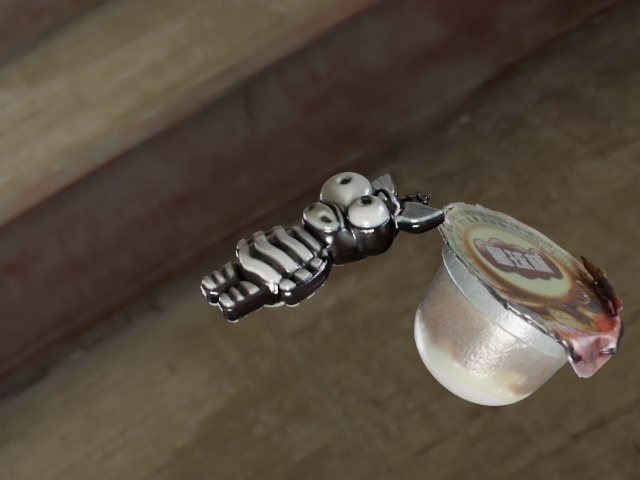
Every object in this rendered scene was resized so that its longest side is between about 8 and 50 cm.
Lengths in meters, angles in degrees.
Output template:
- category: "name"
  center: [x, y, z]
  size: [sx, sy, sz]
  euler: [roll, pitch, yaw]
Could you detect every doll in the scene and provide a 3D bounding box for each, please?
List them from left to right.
- category: "doll"
  center: [0.000, 0.000, 1.563]
  size: [0.219, 0.067, 0.091]
  euler: [-28, -141, -19]

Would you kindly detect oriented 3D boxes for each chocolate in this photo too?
- category: "chocolate"
  center: [0.168, 0.081, 1.675]
  size: [0.221, 0.221, 0.147]
  euler: [-100, -146, -63]
